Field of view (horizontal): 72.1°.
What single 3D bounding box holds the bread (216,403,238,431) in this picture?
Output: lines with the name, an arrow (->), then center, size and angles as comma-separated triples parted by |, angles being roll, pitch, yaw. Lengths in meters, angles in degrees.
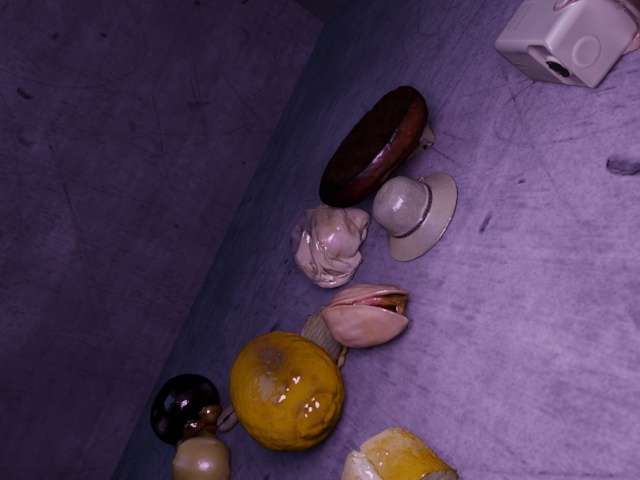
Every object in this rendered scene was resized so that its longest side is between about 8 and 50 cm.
bread -> -0.318, 0.622, 1.569 | 0.214, 0.053, 0.073 | -49, 30, 29

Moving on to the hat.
hat -> 0.209, -0.087, 1.118 | 0.257, 0.130, 0.257 | -46, 28, 33

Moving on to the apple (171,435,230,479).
apple -> -0.384, 0.735, 1.432 | 0.200, 0.200, 0.200 | -46, 28, 34

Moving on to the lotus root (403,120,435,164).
lotus root -> 0.267, -0.316, 1.312 | 0.143, 0.070, 0.144 | -37, 34, 46

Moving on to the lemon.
lemon -> -0.089, 0.364, 1.080 | 0.316, 0.285, 0.286 | -37, 33, 63

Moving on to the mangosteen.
mangosteen -> -0.497, 0.672, 1.688 | 0.302, 0.275, 0.275 | 33, 97, 33

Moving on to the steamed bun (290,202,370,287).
steamed bun -> 0.000, 0.000, 1.369 | 0.280, 0.207, 0.268 | 0, 66, 66

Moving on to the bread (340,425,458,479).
bread -> 0.104, 0.443, 0.711 | 0.124, 0.185, 0.257 | 22, 93, 63

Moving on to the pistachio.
pistachio -> 0.109, 0.170, 1.031 | 0.229, 0.157, 0.157 | -21, 46, 41

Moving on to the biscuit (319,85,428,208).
biscuit -> 0.148, -0.260, 1.267 | 0.407, 0.091, 0.407 | -47, 21, 24

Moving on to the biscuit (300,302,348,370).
biscuit -> 0.016, 0.268, 1.263 | 0.273, 0.036, 0.187 | -2, 64, 64

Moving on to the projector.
projector -> 0.484, -0.410, 0.845 | 0.177, 0.163, 0.242 | -58, 21, 16
